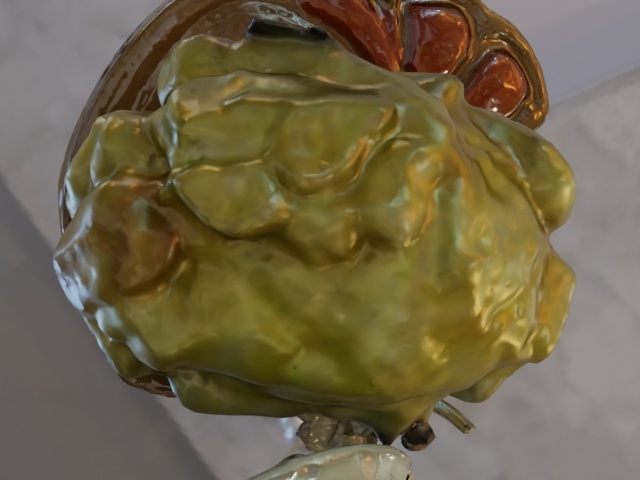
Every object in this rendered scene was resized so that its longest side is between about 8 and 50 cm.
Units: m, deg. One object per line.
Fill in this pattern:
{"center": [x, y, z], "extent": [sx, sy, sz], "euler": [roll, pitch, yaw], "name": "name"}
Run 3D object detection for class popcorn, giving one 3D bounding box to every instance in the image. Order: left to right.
{"center": [0.000, 0.000, 0.825], "extent": [0.286, 0.215, 0.252], "euler": [12, -9, -1], "name": "popcorn"}

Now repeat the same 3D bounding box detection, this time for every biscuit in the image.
{"center": [0.011, -0.028, 1.050], "extent": [0.381, 0.074, 0.359], "euler": [27, -86, -20], "name": "biscuit"}

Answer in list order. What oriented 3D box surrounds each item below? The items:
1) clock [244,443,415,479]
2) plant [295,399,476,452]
{"center": [-0.037, 0.200, 0.793], "extent": [0.053, 0.236, 0.236], "euler": [55, -44, 27], "name": "clock"}
{"center": [0.040, 0.097, 0.966], "extent": [0.122, 0.104, 0.116], "euler": [16, -28, 27], "name": "plant"}
